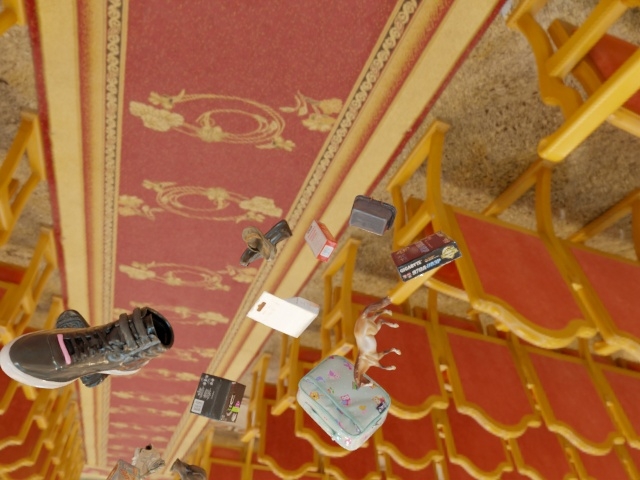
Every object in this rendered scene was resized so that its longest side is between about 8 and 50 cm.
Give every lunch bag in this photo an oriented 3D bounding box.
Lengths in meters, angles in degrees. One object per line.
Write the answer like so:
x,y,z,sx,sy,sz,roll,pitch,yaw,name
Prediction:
0.073,0.513,1.626,0.279,0.224,0.108,36,133,27,lunch bag

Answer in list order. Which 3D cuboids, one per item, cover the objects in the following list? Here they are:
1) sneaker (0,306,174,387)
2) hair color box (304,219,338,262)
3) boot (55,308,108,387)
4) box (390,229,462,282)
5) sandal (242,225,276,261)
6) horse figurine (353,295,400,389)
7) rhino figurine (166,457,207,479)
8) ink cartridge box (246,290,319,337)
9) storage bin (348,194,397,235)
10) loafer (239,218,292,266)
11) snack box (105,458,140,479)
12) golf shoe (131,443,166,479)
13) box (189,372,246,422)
-0.378,0.171,0.878,0.147,0.105,0.295,-35,158,17,sneaker
0.000,0.000,1.558,0.043,0.141,0.072,21,110,-28,hair color box
-0.695,0.316,1.576,0.094,0.246,0.207,-25,-179,4,boot
0.297,0.042,1.470,0.175,0.220,0.051,-25,97,7,box
-0.206,0.010,1.624,0.049,0.180,0.072,-8,124,-38,sandal
0.160,0.299,1.525,0.174,0.263,0.066,0,177,-31,horse figurine
-0.375,0.681,1.356,0.106,0.073,0.243,27,114,0,rhino figurine
-0.115,0.215,1.551,0.179,0.045,0.145,27,131,-12,ink cartridge box
0.150,-0.074,1.503,0.135,0.091,0.098,20,117,8,storage bin
-0.184,0.022,1.744,0.220,0.080,0.078,-41,91,2,loafer
-0.425,0.575,0.988,0.060,0.187,0.322,36,166,-15,snack box
-0.502,0.616,1.397,0.069,0.086,0.176,-30,170,7,golf shoe
-0.157,0.245,0.790,0.052,0.062,0.083,11,161,12,box
